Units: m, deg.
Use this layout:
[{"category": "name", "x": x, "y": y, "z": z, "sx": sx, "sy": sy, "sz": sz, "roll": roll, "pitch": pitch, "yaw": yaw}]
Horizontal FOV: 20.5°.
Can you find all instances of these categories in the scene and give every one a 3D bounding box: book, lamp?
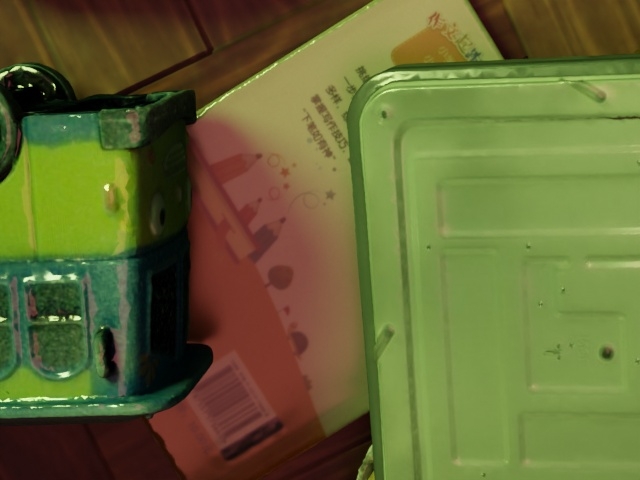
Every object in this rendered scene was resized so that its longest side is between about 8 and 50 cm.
[{"category": "book", "x": 0.000, "y": 0.000, "z": 1.041, "sx": 0.295, "sy": 0.020, "sz": 0.208, "roll": -31, "pitch": 97, "yaw": 4}, {"category": "lamp", "x": 0.153, "y": 0.038, "z": 0.911, "sx": 0.266, "sy": 0.047, "sz": 0.269, "roll": -1, "pitch": 105, "yaw": 15}]

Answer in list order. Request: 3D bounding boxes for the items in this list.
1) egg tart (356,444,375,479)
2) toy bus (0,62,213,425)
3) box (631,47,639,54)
[{"category": "egg tart", "x": 0.129, "y": 0.175, "z": 1.032, "sx": 0.234, "sy": 0.094, "sz": 0.234, "roll": 0, "pitch": 101, "yaw": 0}, {"category": "toy bus", "x": -0.223, "y": 0.004, "z": 0.958, "sx": 0.312, "sy": 0.152, "sz": 0.190, "roll": -2, "pitch": 98, "yaw": 6}, {"category": "box", "x": 0.272, "y": -0.020, "z": 0.976, "sx": 0.070, "sy": 0.152, "sz": 0.237, "roll": -32, "pitch": 98, "yaw": 2}]
